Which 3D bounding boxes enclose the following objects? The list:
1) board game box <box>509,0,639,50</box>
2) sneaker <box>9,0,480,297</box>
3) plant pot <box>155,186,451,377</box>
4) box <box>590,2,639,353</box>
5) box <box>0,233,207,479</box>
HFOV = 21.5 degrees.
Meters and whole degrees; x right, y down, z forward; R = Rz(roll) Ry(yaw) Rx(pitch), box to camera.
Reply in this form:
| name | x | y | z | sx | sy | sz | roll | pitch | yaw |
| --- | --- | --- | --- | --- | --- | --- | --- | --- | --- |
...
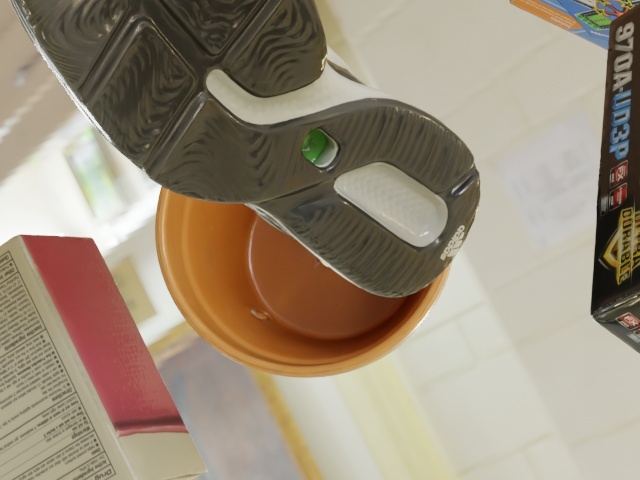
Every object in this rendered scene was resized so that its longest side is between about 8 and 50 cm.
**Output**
| name | x | y | z | sx | sy | sz | roll | pitch | yaw |
| --- | --- | --- | --- | --- | --- | --- | --- | --- | --- |
| board game box | 0.297 | -0.172 | 1.266 | 0.281 | 0.027 | 0.145 | 21 | 141 | -23 |
| sneaker | -0.102 | -0.125 | 1.148 | 0.169 | 0.257 | 0.447 | -55 | 133 | -6 |
| plant pot | 0.000 | 0.000 | 1.689 | 0.291 | 0.291 | 0.203 | -28 | 167 | 4 |
| box | 0.225 | -0.008 | 0.906 | 0.051 | 0.175 | 0.220 | -32 | -147 | 39 |
| box | -0.223 | 0.129 | 1.392 | 0.148 | 0.232 | 0.127 | -31 | 168 | 19 |
